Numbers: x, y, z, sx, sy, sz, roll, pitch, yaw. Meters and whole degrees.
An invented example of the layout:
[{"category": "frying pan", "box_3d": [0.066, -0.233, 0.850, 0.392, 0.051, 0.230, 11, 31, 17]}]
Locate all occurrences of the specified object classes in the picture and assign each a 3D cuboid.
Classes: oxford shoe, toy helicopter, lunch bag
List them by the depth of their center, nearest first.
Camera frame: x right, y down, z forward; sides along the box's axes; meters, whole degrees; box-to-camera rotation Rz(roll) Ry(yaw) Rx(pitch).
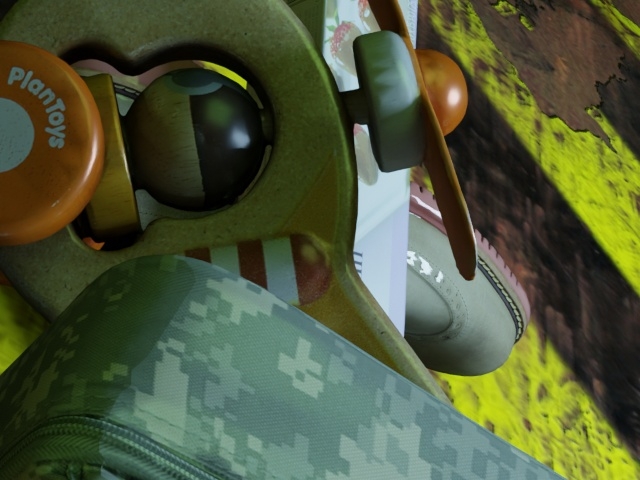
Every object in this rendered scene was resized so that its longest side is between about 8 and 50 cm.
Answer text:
[{"category": "lunch bag", "box_3d": [-0.017, 0.195, 0.663, 0.305, 0.212, 0.256, 34, 45, -15]}, {"category": "toy helicopter", "box_3d": [0.000, 0.015, 0.833, 0.355, 0.235, 0.140, 51, -10, 6]}, {"category": "oxford shoe", "box_3d": [-0.029, 0.019, 1.026, 0.348, 0.123, 0.130, 26, 57, -30]}]

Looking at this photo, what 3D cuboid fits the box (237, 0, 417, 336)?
[{"category": "box", "box_3d": [0.000, 0.000, 0.935, 0.063, 0.067, 0.324, 17, 66, -36]}]
